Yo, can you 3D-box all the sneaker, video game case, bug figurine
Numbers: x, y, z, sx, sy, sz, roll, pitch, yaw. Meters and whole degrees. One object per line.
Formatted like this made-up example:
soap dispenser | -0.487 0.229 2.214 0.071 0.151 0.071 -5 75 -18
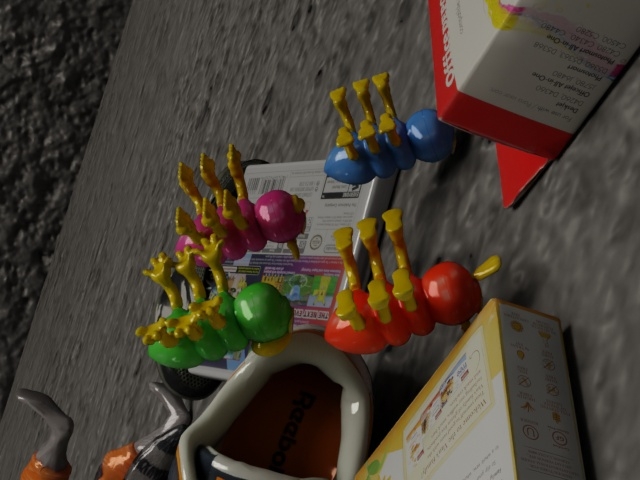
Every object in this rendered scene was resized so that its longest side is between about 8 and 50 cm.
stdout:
sneaker | -0.050 0.200 0.849 0.127 0.126 0.321 79 -156 -73
video game case | -0.025 0.026 1.096 0.201 0.023 0.183 1 73 57
bug figurine | 0.000 0.000 0.855 0.279 0.216 0.072 -88 -21 -59
sneaker | -0.085 0.032 1.247 0.130 0.087 0.228 169 124 -78

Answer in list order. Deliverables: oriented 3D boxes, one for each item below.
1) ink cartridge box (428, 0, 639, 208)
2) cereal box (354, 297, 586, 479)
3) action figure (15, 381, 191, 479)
ink cartridge box | 0.125 -0.144 0.781 0.134 0.078 0.231 -89 24 -45
cereal box | 0.070 0.171 0.677 0.240 0.047 0.173 -90 24 -45
action figure | -0.248 0.305 1.295 0.341 0.178 0.330 -2 -73 -68
